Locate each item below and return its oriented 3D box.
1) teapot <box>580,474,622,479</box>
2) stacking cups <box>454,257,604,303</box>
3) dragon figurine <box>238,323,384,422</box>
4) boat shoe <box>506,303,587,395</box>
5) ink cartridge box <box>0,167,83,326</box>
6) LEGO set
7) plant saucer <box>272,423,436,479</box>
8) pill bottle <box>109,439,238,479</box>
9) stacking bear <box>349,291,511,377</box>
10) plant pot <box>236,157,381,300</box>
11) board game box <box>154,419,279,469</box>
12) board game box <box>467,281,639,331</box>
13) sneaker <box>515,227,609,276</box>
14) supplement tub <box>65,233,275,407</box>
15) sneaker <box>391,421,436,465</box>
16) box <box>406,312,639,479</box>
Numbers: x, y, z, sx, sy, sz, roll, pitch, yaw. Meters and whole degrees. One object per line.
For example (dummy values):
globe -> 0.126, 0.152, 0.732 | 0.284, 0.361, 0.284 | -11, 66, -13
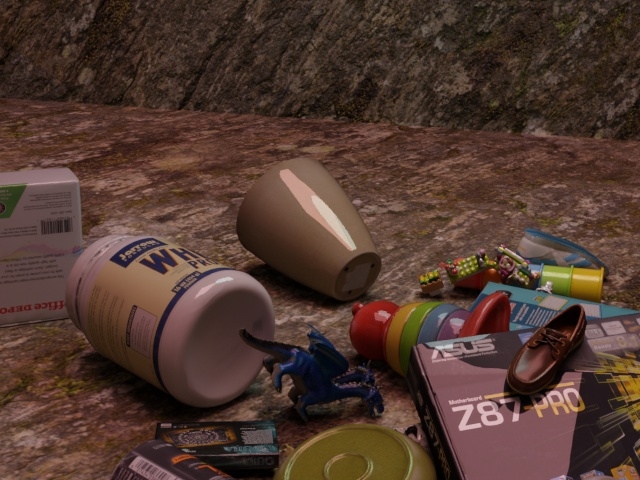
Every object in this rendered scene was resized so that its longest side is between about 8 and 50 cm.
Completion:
teapot -> 0.326, 0.402, 1.095 | 0.256, 0.187, 0.252 | 20, 27, -38
stacking cups -> 0.442, 0.092, 2.090 | 0.316, 0.096, 0.096 | 4, 20, 15
dragon figurine -> -0.011, 0.194, 1.573 | 0.144, 0.289, 0.085 | -39, 24, -1
boat shoe -> 0.325, 0.151, 1.396 | 0.064, 0.060, 0.178 | 31, 50, 27
ink cartridge box -> -0.571, 0.011, 1.886 | 0.201, 0.278, 0.117 | -6, 19, -24
LEGO set -> 0.342, 0.066, 2.027 | 0.287, 0.132, 0.107 | 11, -13, 19
plant saucer -> 0.039, 0.328, 1.352 | 0.241, 0.037, 0.241 | -10, 27, 5
pill bottle -> -0.145, 0.353, 1.221 | 0.246, 0.130, 0.130 | 19, 25, 35
stacking bear -> 0.179, 0.176, 1.725 | 0.289, 0.175, 0.164 | 8, 34, 40
plant pot -> 0.000, 0.000, 2.094 | 0.256, 0.256, 0.274 | -13, 42, -37
board game box -> -0.158, 0.308, 1.470 | 0.186, 0.026, 0.126 | 0, 13, -5
board game box -> 0.445, 0.185, 1.833 | 0.336, 0.079, 0.254 | 11, 21, 21
sneaker -> 0.549, 0.048, 2.223 | 0.229, 0.092, 0.087 | 19, 15, -13
supplement tub -> -0.263, 0.125, 1.672 | 0.325, 0.235, 0.235 | 20, 26, 39
sneaker -> 0.145, 0.302, 1.465 | 0.237, 0.086, 0.085 | 0, 22, -3
box -> 0.354, 0.268, 1.388 | 0.395, 0.097, 0.318 | -6, 43, -10
